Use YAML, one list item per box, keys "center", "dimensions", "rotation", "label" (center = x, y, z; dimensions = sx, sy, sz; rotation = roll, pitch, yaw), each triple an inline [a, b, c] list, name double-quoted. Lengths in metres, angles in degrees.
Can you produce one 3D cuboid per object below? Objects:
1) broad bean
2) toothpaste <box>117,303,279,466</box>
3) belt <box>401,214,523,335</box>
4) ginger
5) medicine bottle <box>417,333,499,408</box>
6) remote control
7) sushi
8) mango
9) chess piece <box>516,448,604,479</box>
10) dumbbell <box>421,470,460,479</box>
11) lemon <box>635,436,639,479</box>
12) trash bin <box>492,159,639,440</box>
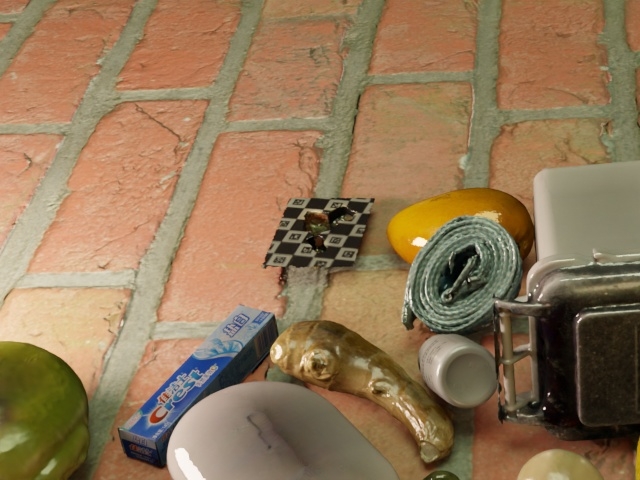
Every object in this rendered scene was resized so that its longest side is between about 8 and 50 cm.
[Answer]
- center: [-0.407, 0.228, 1.691]
  dimensions: [0.238, 0.119, 0.291]
  rotation: [-20, 36, -16]
  label: "broad bean"
- center: [-0.153, 0.183, 1.759]
  dimensions: [0.066, 0.053, 0.272]
  rotation: [15, 41, 29]
  label: "toothpaste"
- center: [0.191, 0.049, 1.793]
  dimensions: [0.148, 0.082, 0.163]
  rotation: [11, 81, 15]
  label: "belt"
- center: [0.056, 0.180, 1.698]
  dimensions: [0.294, 0.086, 0.131]
  rotation: [33, 20, 36]
  label: "ginger"
- center: [0.167, 0.158, 1.673]
  dimensions: [0.080, 0.080, 0.130]
  rotation: [-14, 6, -8]
  label: "medicine bottle"
- center: [-0.044, 0.271, 1.570]
  dimensions: [0.221, 0.103, 0.332]
  rotation: [-18, 36, -24]
  label: "remote control"
- center: [0.000, 0.000, 2.008]
  dimensions: [0.139, 0.031, 0.201]
  rotation: [1, 33, 14]
  label: "sushi"
- center: [0.194, -0.010, 1.921]
  dimensions: [0.219, 0.112, 0.144]
  rotation: [-2, 38, 27]
  label: "mango"
- center: [0.240, 0.327, 1.428]
  dimensions: [0.143, 0.142, 0.261]
  rotation: [6, 30, 19]
  label: "chess piece"
- center: [0.139, 0.313, 1.518]
  dimensions: [0.046, 0.052, 0.118]
  rotation: [31, 29, -21]
  label: "dumbbell"
- center: [0.469, 0.239, 1.316]
  dimensions: [0.348, 0.348, 0.348]
  rotation: [-6, 35, 4]
  label: "lemon"
- center: [0.351, 0.059, 1.684]
  dimensions: [0.296, 0.255, 0.367]
  rotation: [-7, 29, 5]
  label: "trash bin"
